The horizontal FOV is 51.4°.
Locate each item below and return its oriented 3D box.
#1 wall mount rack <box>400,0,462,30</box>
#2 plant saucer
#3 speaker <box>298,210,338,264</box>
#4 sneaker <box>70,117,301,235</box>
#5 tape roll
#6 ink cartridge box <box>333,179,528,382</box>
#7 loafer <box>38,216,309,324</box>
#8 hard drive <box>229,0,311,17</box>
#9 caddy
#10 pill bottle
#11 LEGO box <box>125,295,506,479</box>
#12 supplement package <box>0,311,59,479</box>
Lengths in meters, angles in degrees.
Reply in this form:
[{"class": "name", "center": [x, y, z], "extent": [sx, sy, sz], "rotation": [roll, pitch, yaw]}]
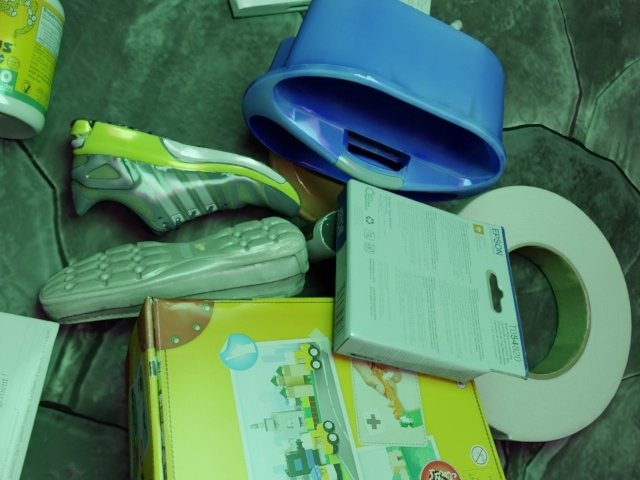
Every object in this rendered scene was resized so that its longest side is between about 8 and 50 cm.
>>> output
[{"class": "wall mount rack", "center": [0.122, -0.385, 0.952], "extent": [0.304, 0.130, 0.350], "rotation": [-13, 125, -22]}, {"class": "plant saucer", "center": [0.025, -0.116, 0.962], "extent": [0.200, 0.037, 0.199], "rotation": [4, 79, -23]}, {"class": "speaker", "center": [0.000, 0.000, 0.876], "extent": [0.055, 0.136, 0.055], "rotation": [4, 80, -22]}, {"class": "sneaker", "center": [-0.171, -0.061, 0.844], "extent": [0.300, 0.111, 0.121], "rotation": [12, 90, -18]}, {"class": "tape roll", "center": [0.314, 0.110, 1.029], "extent": [0.392, 0.072, 0.391], "rotation": [5, 79, -23]}, {"class": "ink cartridge box", "center": [0.125, 0.051, 0.780], "extent": [0.224, 0.045, 0.223], "rotation": [16, 50, -16]}, {"class": "loafer", "center": [-0.168, 0.058, 0.809], "extent": [0.320, 0.112, 0.111], "rotation": [-10, 119, -12]}, {"class": "hard drive", "center": [-0.074, -0.490, 0.981], "extent": [0.203, 0.040, 0.307], "rotation": [-16, 87, -25]}, {"class": "caddy", "center": [0.074, -0.153, 0.838], "extent": [0.341, 0.241, 0.179], "rotation": [19, 69, -19]}, {"class": "pill bottle", "center": [-0.365, -0.234, 0.770], "extent": [0.118, 0.117, 0.208], "rotation": [11, 77, -21]}, {"class": "LEGO box", "center": [0.003, 0.317, 0.698], "extent": [0.373, 0.193, 0.500], "rotation": [2, 57, -23]}, {"class": "supplement package", "center": [-0.389, 0.170, 0.648], "extent": [0.203, 0.149, 0.194], "rotation": [14, 59, -21]}]
